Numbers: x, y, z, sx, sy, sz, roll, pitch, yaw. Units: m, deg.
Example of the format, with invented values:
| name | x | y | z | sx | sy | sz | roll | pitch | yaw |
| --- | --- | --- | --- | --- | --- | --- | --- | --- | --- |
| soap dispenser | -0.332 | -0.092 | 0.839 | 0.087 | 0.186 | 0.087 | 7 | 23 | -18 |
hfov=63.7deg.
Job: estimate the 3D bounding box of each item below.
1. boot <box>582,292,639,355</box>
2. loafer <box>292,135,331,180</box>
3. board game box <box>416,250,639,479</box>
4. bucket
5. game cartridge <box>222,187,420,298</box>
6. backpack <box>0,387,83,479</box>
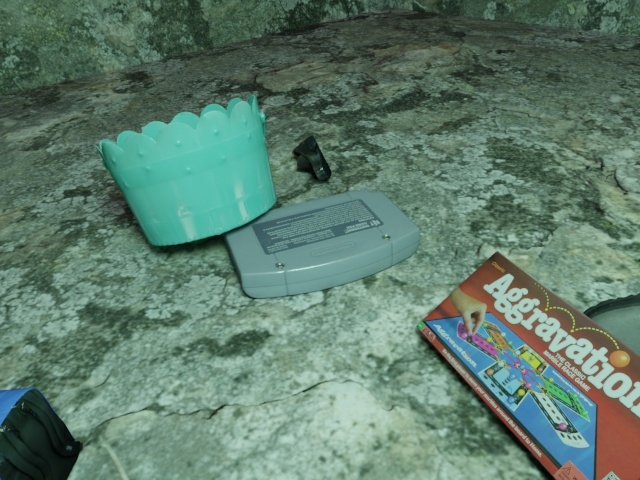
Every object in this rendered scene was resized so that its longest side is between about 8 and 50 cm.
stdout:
| name | x | y | z | sx | sy | sz | roll | pitch | yaw |
| --- | --- | --- | --- | --- | --- | --- | --- | --- | --- |
| boot | 0.410 | 0.175 | 0.473 | 0.337 | 0.118 | 0.223 | 7 | 41 | 27 |
| loafer | -0.020 | -0.167 | 1.104 | 0.061 | 0.062 | 0.170 | -28 | 30 | 5 |
| board game box | 0.238 | 0.134 | 0.560 | 0.145 | 0.027 | 0.281 | -43 | 39 | 1 |
| bucket | -0.213 | -0.122 | 0.881 | 0.280 | 0.183 | 0.281 | -14 | 20 | 5 |
| game cartridge | 0.000 | 0.000 | 0.840 | 0.293 | 0.060 | 0.196 | -14 | 31 | -14 |
| backpack | -0.309 | 0.207 | 0.496 | 0.100 | 0.120 | 0.098 | -4 | 34 | 1 |
